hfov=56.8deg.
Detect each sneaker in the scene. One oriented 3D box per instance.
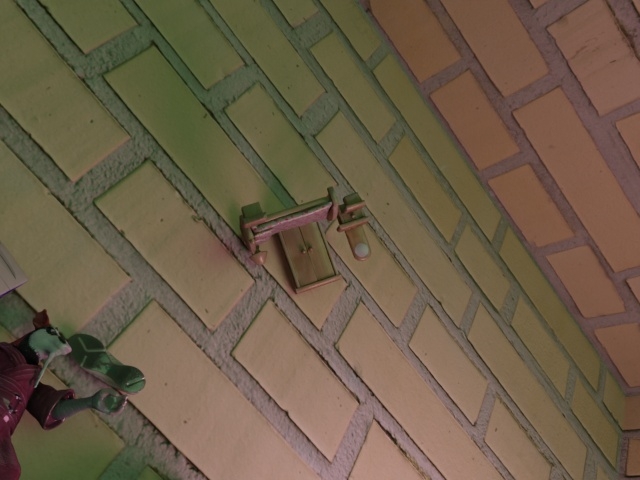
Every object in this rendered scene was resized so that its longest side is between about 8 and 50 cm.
[{"bbox_3d":[-0.373,0.220,1.017,0.152,0.061,0.054,38,54,-2],"label":"sneaker"}]

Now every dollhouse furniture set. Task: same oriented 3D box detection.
[{"bbox_3d":[0.000,0.000,1.253,0.303,0.355,0.174,-19,84,-9],"label":"dollhouse furniture set"}]

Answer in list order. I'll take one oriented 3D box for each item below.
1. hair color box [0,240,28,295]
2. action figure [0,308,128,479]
[{"bbox_3d":[-0.537,0.039,0.752,0.185,0.110,0.339,58,4,-9],"label":"hair color box"},{"bbox_3d":[-0.472,0.253,0.835,0.248,0.276,0.370,52,25,-23],"label":"action figure"}]
